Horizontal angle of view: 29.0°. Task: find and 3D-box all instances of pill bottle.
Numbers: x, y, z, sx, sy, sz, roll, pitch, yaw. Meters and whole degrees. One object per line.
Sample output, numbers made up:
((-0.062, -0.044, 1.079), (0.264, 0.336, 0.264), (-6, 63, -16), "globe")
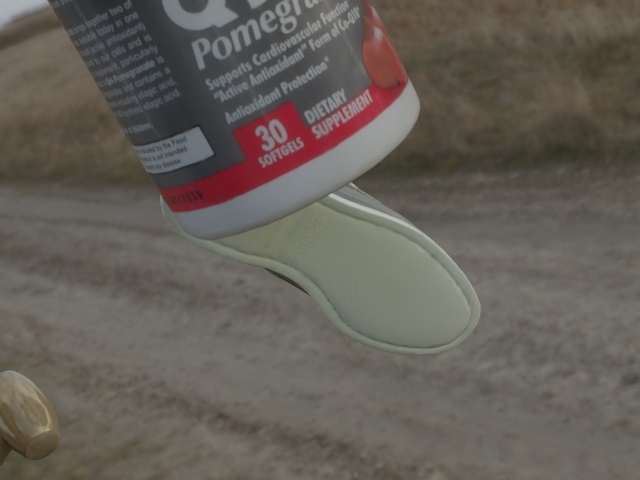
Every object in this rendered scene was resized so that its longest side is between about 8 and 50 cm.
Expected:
((-0.082, -0.175, 0.750), (0.176, 0.319, 0.176), (-26, 17, 9), "pill bottle")

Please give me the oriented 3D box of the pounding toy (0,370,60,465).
((-0.241, 0.198, 0.708), (0.269, 0.155, 0.154), (-38, 46, -22), "pounding toy")

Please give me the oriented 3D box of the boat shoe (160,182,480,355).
((0.003, -0.004, 1.003), (0.109, 0.305, 0.091), (-53, 27, 16), "boat shoe")
